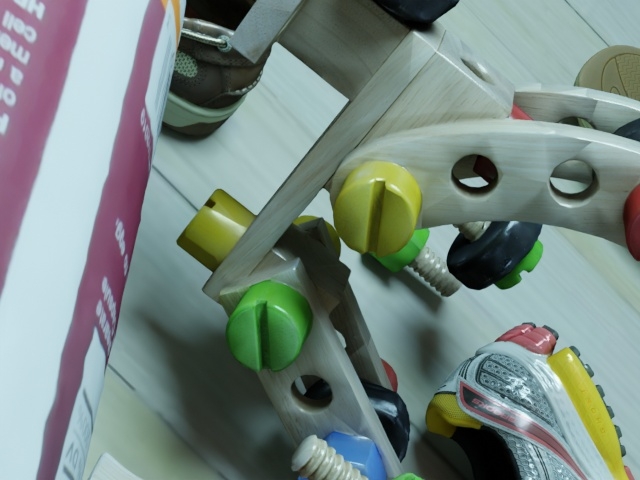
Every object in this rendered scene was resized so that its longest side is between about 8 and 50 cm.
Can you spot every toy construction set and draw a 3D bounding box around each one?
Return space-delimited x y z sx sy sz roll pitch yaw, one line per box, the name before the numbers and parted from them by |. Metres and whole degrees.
toy construction set | 0.000 0.000 0.497 0.237 0.257 0.309 42 49 -12

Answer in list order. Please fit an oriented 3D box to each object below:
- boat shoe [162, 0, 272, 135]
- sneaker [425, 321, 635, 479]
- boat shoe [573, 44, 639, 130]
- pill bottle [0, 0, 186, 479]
boat shoe | -0.133 -0.166 0.612 0.257 0.095 0.095 32 49 -16
sneaker | 0.132 0.163 0.626 0.092 0.088 0.225 -26 79 -22
boat shoe | 0.279 -0.015 0.840 0.104 0.089 0.285 -35 84 -18
pill bottle | -0.181 0.029 0.370 0.224 0.224 0.392 24 51 -23
